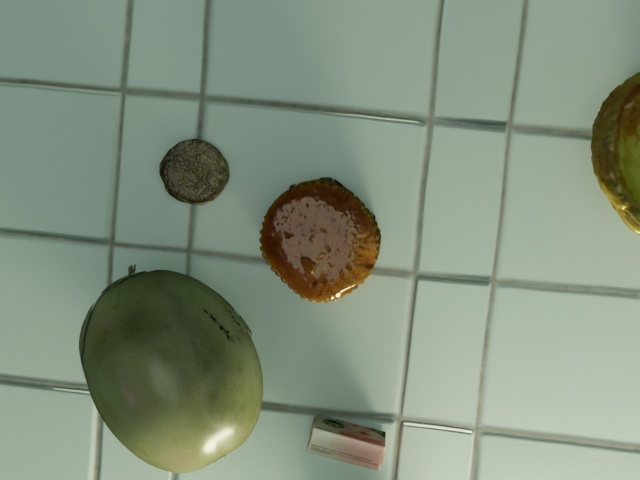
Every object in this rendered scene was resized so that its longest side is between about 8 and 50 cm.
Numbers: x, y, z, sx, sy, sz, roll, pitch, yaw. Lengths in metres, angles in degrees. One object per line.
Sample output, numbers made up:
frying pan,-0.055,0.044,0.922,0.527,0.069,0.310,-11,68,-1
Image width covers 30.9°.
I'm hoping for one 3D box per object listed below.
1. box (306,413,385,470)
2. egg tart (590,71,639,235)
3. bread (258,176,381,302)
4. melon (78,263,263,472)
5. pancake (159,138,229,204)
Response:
box,0.043,0.328,1.890,0.125,0.089,0.043,15,98,0
egg tart,0.548,-0.125,1.767,0.294,0.123,0.294,-1,80,6
bread,0.000,0.001,1.842,0.199,0.104,0.199,0,96,2
melon,-0.231,0.191,1.799,0.268,0.268,0.330,-29,83,7
pancake,-0.206,-0.110,1.885,0.114,0.011,0.115,0,97,3
